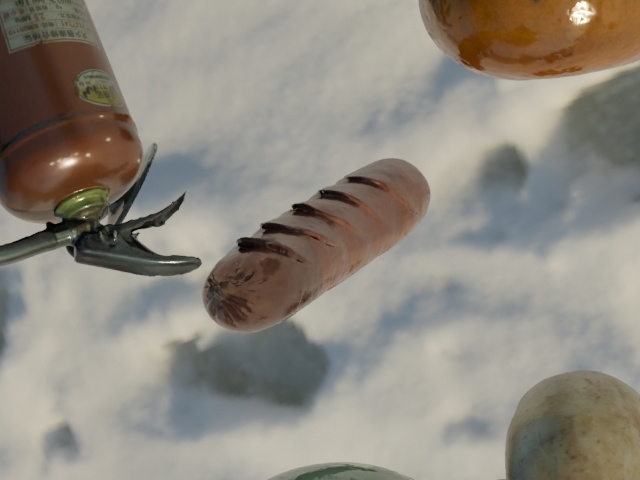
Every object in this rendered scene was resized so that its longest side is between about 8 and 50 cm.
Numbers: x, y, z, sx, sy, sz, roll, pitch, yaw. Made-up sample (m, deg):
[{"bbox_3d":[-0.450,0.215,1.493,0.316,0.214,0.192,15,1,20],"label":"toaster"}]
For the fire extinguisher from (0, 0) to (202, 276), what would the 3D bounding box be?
[{"bbox_3d":[-0.241,-0.114,1.394,0.113,0.200,0.376,75,170,-71],"label":"fire extinguisher"}]

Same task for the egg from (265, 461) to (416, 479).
[{"bbox_3d":[-0.001,0.268,1.371,0.283,0.203,0.203,-37,77,42],"label":"egg"}]

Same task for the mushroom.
[{"bbox_3d":[0.276,0.238,2.023,0.195,0.254,0.189,-17,51,28],"label":"mushroom"}]

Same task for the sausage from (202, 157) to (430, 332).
[{"bbox_3d":[0.000,0.002,1.637,0.088,0.433,0.088,6,106,22],"label":"sausage"}]

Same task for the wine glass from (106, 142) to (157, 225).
[{"bbox_3d":[-0.266,-0.093,1.660,0.231,0.103,0.103,28,137,-10],"label":"wine glass"}]

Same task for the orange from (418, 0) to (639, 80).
[{"bbox_3d":[0.191,-0.221,1.545,0.240,0.240,0.171,4,105,48],"label":"orange"}]
